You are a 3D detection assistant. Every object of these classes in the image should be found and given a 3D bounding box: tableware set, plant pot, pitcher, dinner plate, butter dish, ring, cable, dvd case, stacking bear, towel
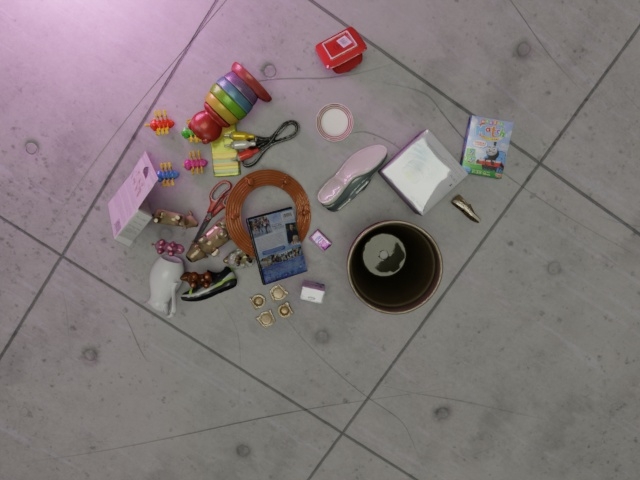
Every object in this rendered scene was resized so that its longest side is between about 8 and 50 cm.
[{"bbox_3d":[-0.193,0.262,1.823,0.169,0.020,0.141,-25,97,4],"label":"tableware set"},{"bbox_3d":[0.250,0.075,1.665,0.323,0.280,0.323,0,97,1],"label":"plant pot"},{"bbox_3d":[-0.578,0.174,1.742,0.178,0.125,0.207,27,102,37],"label":"pitcher"},{"bbox_3d":[0.053,-0.443,1.727,0.141,0.017,0.141,0,99,0],"label":"dinner plate"},{"bbox_3d":[0.084,-0.659,1.654,0.160,0.118,0.160,-27,56,6],"label":"butter dish"},{"bbox_3d":[-0.185,-0.095,1.699,0.337,0.032,0.336,-1,92,-24],"label":"ring"},{"bbox_3d":[-0.208,-0.360,1.705,0.287,0.072,0.139,-15,96,0],"label":"cable"},{"bbox_3d":[-0.158,0.018,1.688,0.180,0.022,0.252,-17,100,-23],"label":"dvd case"},{"bbox_3d":[-0.342,-0.473,1.637,0.175,0.164,0.289,44,94,4],"label":"stacking bear"},{"bbox_3d":[-0.362,-0.361,1.740,0.102,0.021,0.237,-4,97,-5],"label":"towel"}]

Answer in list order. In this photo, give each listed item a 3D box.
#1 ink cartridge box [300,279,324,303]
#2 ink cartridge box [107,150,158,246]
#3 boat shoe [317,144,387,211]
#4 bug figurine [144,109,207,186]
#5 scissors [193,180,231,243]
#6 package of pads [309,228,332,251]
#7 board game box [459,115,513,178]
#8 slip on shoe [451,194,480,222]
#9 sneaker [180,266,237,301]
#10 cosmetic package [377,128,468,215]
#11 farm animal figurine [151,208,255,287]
[{"bbox_3d":[-0.030,0.196,1.761,0.089,0.122,0.052,12,98,-2],"label":"ink cartridge box"},{"bbox_3d":[-0.649,-0.155,1.636,0.066,0.296,0.261,33,99,-39],"label":"ink cartridge box"},{"bbox_3d":[0.130,-0.232,1.733,0.319,0.116,0.099,-42,139,-1],"label":"boat shoe"},{"bbox_3d":[-0.533,-0.340,1.715,0.216,0.072,0.278,-4,93,-6],"label":"bug figurine"},{"bbox_3d":[-0.434,-0.103,1.774,0.297,0.021,0.109,-43,104,8],"label":"scissors"},{"bbox_3d":[0.000,0.000,1.781,0.083,0.032,0.050,44,98,-5],"label":"package of pads"},{"bbox_3d":[0.620,-0.349,1.728,0.160,0.039,0.211,9,97,-1],"label":"board game box"},{"bbox_3d":[0.564,-0.120,1.758,0.135,0.051,0.041,38,84,1],"label":"slip on shoe"},{"bbox_3d":[-0.435,0.166,1.794,0.235,0.084,0.097,-20,74,1],"label":"sneaker"},{"bbox_3d":[0.372,-0.248,1.694,0.225,0.138,0.224,-43,95,7],"label":"cosmetic package"},{"bbox_3d":[-0.443,-0.002,1.712,0.327,0.172,0.330,-25,102,-14],"label":"farm animal figurine"}]
